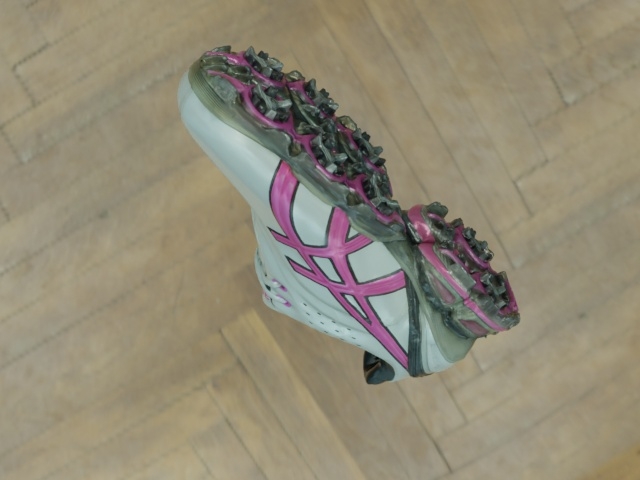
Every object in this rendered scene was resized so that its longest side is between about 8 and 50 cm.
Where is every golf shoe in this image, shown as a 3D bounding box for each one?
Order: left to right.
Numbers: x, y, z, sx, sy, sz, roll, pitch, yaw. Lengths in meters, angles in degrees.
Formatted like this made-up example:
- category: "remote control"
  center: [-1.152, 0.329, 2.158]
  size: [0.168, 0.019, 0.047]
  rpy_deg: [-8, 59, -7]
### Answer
- category: "golf shoe"
  center: [0.000, 0.000, 0.581]
  size: [0.086, 0.067, 0.186]
  rpy_deg: [-35, 123, 19]
